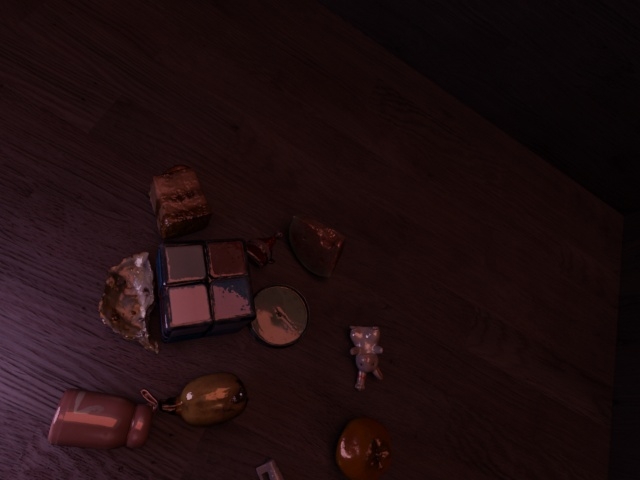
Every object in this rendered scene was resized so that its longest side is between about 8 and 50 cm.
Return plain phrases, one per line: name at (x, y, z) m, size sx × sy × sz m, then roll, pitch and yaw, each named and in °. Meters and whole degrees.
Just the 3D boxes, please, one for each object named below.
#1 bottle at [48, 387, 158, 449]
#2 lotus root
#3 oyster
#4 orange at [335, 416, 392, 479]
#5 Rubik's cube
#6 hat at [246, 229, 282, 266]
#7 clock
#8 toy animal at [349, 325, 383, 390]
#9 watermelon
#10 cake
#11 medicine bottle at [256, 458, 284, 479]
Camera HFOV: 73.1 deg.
bottle at (-0.706, 0.582, 1.430) m, size 0.296 × 0.173 × 0.207 m, roll 16°, pitch 73°, yaw -17°
lotus root at (-0.420, 0.582, 1.562) m, size 0.309 × 0.183 × 0.183 m, roll -6°, pitch 73°, yaw -21°
oyster at (-0.712, 0.239, 1.616) m, size 0.204 × 0.111 × 0.396 m, roll -8°, pitch 74°, yaw -7°
orange at (0.173, 0.833, 1.711) m, size 0.248 × 0.183 × 0.249 m, roll 9°, pitch 67°, yaw -22°
Rubik's cube at (-0.440, 0.189, 1.614) m, size 0.316 × 0.318 × 0.313 m, roll -3°, pitch 71°, yaw -26°
hat at (-0.246, 0.016, 1.899) m, size 0.140 × 0.129 × 0.227 m, roll 27°, pitch 41°, yaw 15°
clock at (-0.173, 0.317, 1.829) m, size 0.280 × 0.055 × 0.281 m, roll 8°, pitch 68°, yaw -20°
toy animal at (0.203, 0.499, 1.871) m, size 0.140 × 0.138 × 0.283 m, roll -4°, pitch 65°, yaw 9°
watermelon at (0.000, 0.000, 1.941) m, size 0.318 × 0.226 × 0.148 m, roll 60°, pitch 33°, yaw -7°
cake at (-0.586, -0.174, 1.754) m, size 0.198 × 0.196 × 0.293 m, roll -18°, pitch 80°, yaw -26°
medicine bottle at (-0.161, 0.934, 1.604) m, size 0.092 × 0.061 × 0.221 m, roll -23°, pitch 80°, yaw -9°
